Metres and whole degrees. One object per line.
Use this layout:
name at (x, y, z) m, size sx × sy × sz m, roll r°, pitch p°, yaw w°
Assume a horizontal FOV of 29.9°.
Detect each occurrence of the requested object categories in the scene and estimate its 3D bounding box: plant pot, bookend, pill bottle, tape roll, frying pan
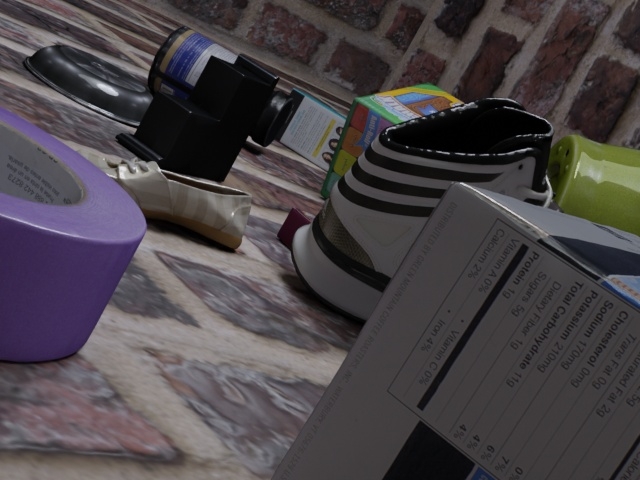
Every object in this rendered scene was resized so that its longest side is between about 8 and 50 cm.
plant pot at (0.498, 0.005, 1.897) m, size 0.353 × 0.366 × 0.366 m, roll 25°, pitch 11°, yaw -6°
bookend at (-0.151, -0.165, 1.491) m, size 0.072 × 0.156 × 0.157 m, roll 35°, pitch 12°, yaw 26°
pill bottle at (-0.160, -0.244, 1.942) m, size 0.219 × 0.122 × 0.123 m, roll 31°, pitch 10°, yaw 6°
tape roll at (-0.254, -0.033, 0.768) m, size 0.275 × 0.090 × 0.275 m, roll 28°, pitch 10°, yaw -5°
frying pan at (-0.278, -0.212, 1.695) m, size 0.197 × 0.053 × 0.326 m, roll 35°, pitch 15°, yaw 23°

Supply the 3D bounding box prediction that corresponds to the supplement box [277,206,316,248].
supplement box at (0.000, 0.000, 1.420) m, size 0.083 × 0.043 × 0.055 m, roll 22°, pitch 13°, yaw -39°

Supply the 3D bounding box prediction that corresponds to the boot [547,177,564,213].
boot at (0.352, -0.010, 1.718) m, size 0.091 × 0.263 × 0.228 m, roll 99°, pitch -32°, yaw -76°

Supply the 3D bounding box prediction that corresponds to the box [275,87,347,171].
box at (0.031, -0.175, 2.191) m, size 0.244 × 0.100 × 0.060 m, roll 33°, pitch 10°, yaw 19°

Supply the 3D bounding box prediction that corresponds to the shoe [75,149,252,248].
shoe at (-0.160, -0.053, 1.195) m, size 0.219 × 0.058 × 0.076 m, roll 21°, pitch 13°, yaw -37°

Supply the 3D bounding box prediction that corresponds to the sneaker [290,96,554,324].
sneaker at (0.220, 0.014, 1.256) m, size 0.448 × 0.257 × 0.169 m, roll 22°, pitch 34°, yaw -21°

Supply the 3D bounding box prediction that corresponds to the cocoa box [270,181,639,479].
cocoa box at (0.176, 0.134, 0.726) m, size 0.228 × 0.231 × 0.347 m, roll 36°, pitch 13°, yaw 28°

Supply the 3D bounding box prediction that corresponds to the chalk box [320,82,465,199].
chalk box at (0.131, -0.115, 1.851) m, size 0.179 × 0.180 × 0.289 m, roll 35°, pitch 29°, yaw 25°
